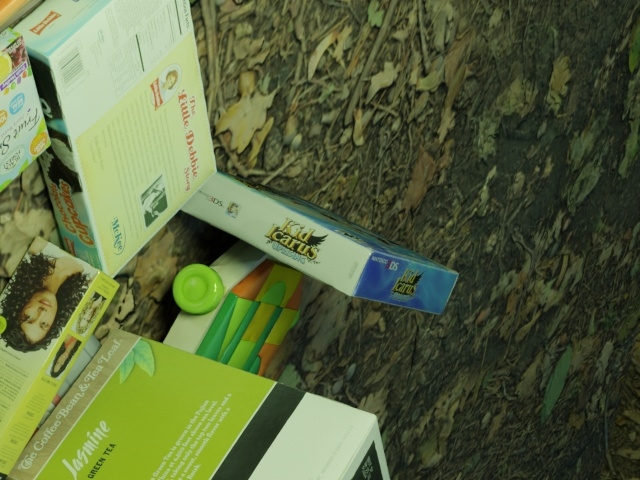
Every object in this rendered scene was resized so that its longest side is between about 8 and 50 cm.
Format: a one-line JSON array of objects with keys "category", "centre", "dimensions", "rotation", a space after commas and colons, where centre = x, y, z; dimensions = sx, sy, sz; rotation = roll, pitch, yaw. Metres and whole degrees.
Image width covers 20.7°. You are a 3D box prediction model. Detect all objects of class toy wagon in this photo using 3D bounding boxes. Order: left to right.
[{"category": "toy wagon", "centre": [-0.137, 0.158, 2.057], "dimensions": [0.344, 0.068, 0.267], "rotation": [-61, 159, 3]}]

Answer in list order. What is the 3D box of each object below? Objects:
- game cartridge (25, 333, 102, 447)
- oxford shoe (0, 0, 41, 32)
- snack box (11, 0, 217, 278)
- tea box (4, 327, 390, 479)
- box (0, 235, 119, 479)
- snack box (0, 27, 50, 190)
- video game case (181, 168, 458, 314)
[{"category": "game cartridge", "centre": [-0.313, 0.231, 1.837], "dimensions": [0.294, 0.060, 0.196], "rotation": [-56, 158, -16]}, {"category": "oxford shoe", "centre": [-0.237, -0.240, 1.448], "dimensions": [0.364, 0.130, 0.133], "rotation": [-50, 160, -23]}, {"category": "snack box", "centre": [-0.195, -0.126, 1.707], "dimensions": [0.187, 0.060, 0.322], "rotation": [-47, 151, -30]}, {"category": "tea box", "centre": [-0.105, 0.309, 1.828], "dimensions": [0.220, 0.323, 0.329], "rotation": [-55, 148, -33]}, {"category": "box", "centre": [-0.296, 0.118, 1.719], "dimensions": [0.232, 0.087, 0.058], "rotation": [-61, 157, -7]}, {"category": "snack box", "centre": [-0.296, -0.110, 1.555], "dimensions": [0.100, 0.037, 0.141], "rotation": [-47, 150, -30]}, {"category": "video game case", "centre": [0.000, 0.000, 1.985], "dimensions": [0.269, 0.244, 0.061], "rotation": [16, 98, -65]}]
